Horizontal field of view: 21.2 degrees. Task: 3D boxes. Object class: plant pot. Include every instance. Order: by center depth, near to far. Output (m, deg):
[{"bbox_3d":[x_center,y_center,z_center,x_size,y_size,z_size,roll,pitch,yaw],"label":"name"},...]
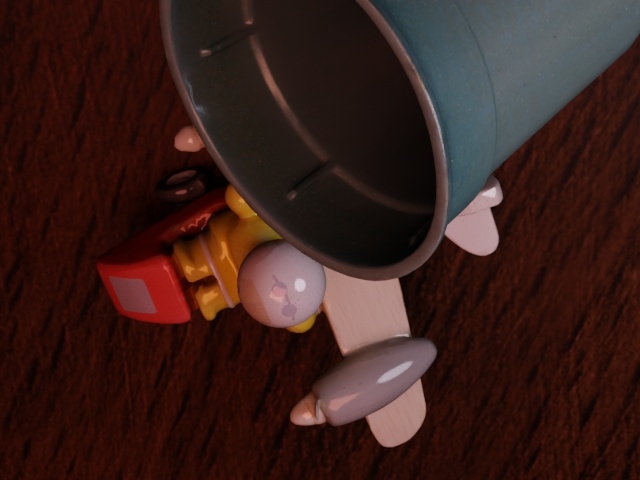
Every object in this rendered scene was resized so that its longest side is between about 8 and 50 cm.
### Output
[{"bbox_3d":[0.093,-0.194,1.508,0.341,0.334,0.341,34,143,30],"label":"plant pot"}]

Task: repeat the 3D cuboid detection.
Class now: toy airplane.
[{"bbox_3d":[0.000,0.000,1.718,0.386,0.272,0.384,28,116,-5],"label":"toy airplane"}]
